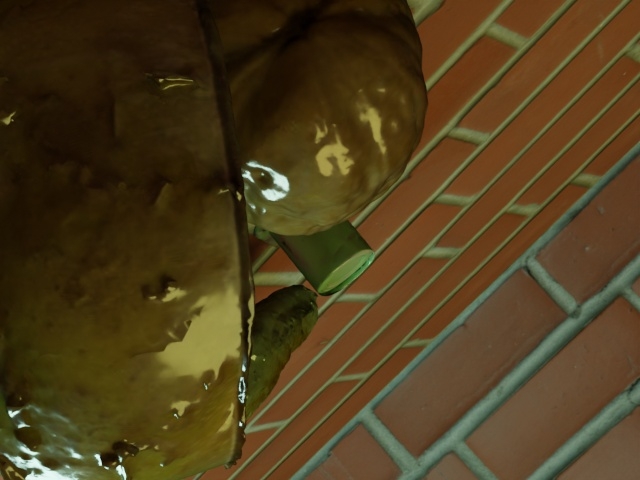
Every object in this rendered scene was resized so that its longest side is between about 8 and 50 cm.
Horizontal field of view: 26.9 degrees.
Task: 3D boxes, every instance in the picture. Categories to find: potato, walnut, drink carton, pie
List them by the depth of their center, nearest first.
[{"bbox_3d":[-0.239,0.008,1.157,0.320,0.442,0.385,-9,178,-12],"label":"potato"},{"bbox_3d":[-0.032,-0.157,1.451,0.306,0.306,0.344,-37,167,-9],"label":"walnut"},{"bbox_3d":[-0.188,0.224,2.028,0.418,0.180,0.395,-38,-174,15],"label":"pie"},{"bbox_3d":[0.000,0.000,2.094,0.146,0.142,0.144,-41,160,8],"label":"drink carton"}]
